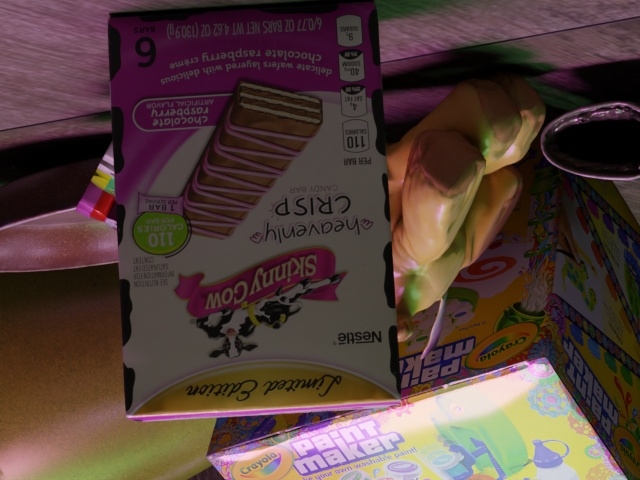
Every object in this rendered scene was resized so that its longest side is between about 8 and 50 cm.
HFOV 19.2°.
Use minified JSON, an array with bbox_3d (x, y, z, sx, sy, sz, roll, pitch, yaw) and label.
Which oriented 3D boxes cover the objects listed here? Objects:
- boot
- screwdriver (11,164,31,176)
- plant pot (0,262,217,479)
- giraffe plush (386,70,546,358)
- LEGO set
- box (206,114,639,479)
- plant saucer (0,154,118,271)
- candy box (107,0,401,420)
[{"bbox_3d":[0.270,-0.077,1.382,0.190,0.076,0.208,-8,173,16],"label":"boot"},{"bbox_3d":[-0.235,-0.045,1.646,0.025,0.024,0.170,25,176,10],"label":"screwdriver"},{"bbox_3d":[-0.240,0.139,2.023,0.353,0.366,0.366,-16,173,1],"label":"plant pot"},{"bbox_3d":[0.034,-0.042,1.321,0.170,0.210,0.181,28,-156,17],"label":"giraffe plush"},{"bbox_3d":[-0.099,-0.051,1.297,0.093,0.087,0.227,29,168,-7],"label":"LEGO set"},{"bbox_3d":[0.097,0.088,1.495,0.290,0.279,0.177,-18,125,27],"label":"box"},{"bbox_3d":[-0.159,-0.029,1.590,0.310,0.050,0.310,-10,173,-1],"label":"plant saucer"},{"bbox_3d":[-0.039,-0.015,1.098,0.159,0.233,0.071,-4,174,0],"label":"candy box"}]
